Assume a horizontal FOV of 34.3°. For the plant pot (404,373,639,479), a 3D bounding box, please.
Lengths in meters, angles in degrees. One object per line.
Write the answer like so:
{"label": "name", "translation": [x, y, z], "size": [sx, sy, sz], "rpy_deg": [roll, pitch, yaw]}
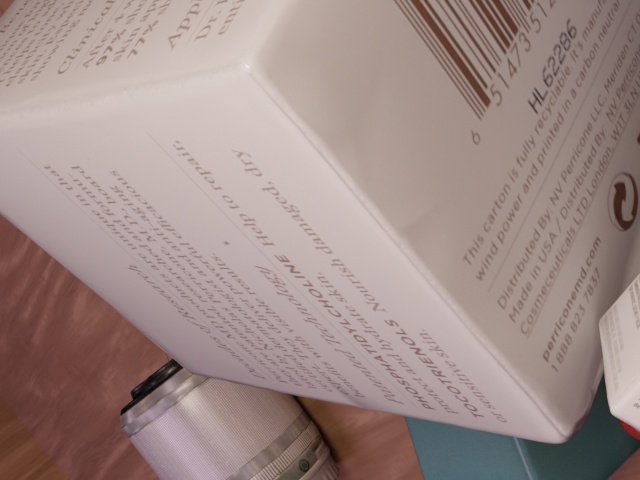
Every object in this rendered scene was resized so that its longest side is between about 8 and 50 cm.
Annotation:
{"label": "plant pot", "translation": [0.182, 0.139, 1.052], "size": [0.165, 0.166, 0.234], "rpy_deg": [-10, 104, 52]}

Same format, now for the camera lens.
{"label": "camera lens", "translation": [-0.132, 0.280, 1.475], "size": [0.274, 0.219, 0.219], "rpy_deg": [52, 145, 0]}

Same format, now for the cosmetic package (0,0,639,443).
{"label": "cosmetic package", "translation": [0.001, -0.102, 0.731], "size": [0.394, 0.329, 0.327], "rpy_deg": [1, 143, 48]}

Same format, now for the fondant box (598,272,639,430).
{"label": "fondant box", "translation": [0.336, 0.009, 0.513], "size": [0.238, 0.096, 0.330], "rpy_deg": [30, 119, -5]}

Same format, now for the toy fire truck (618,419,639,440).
{"label": "toy fire truck", "translation": [0.370, 0.068, 0.723], "size": [0.302, 0.169, 0.253], "rpy_deg": [6, 112, 16]}
